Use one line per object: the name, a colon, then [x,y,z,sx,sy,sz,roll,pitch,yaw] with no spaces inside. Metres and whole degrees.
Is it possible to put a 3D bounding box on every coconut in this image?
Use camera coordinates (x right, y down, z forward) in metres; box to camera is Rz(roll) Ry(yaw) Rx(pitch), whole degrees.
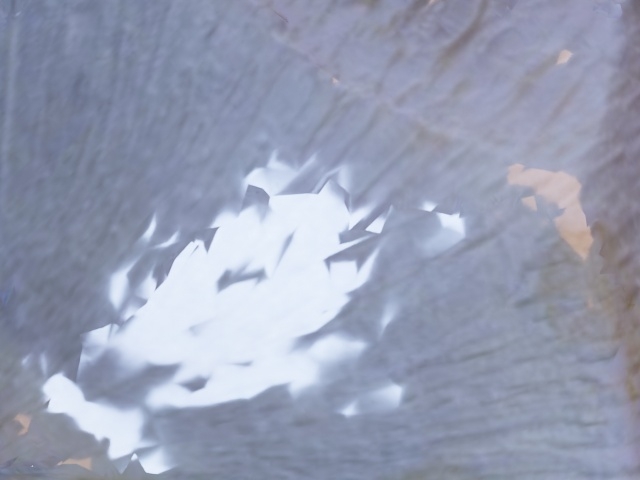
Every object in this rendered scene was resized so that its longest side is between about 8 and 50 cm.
coconut: [0.000,0.000,0.660,0.360,0.346,0.346,-27,96,-44]
